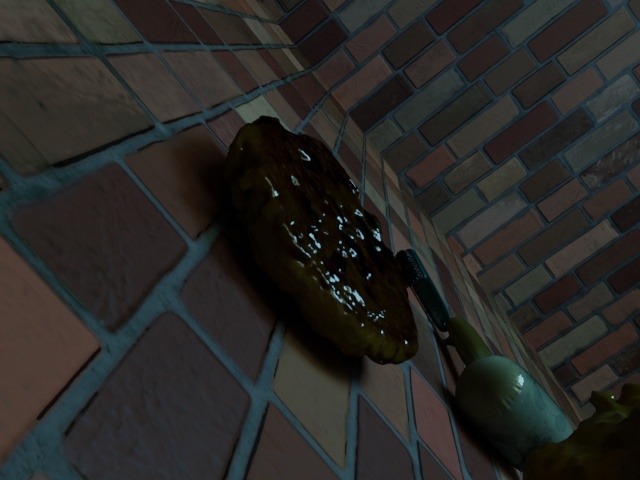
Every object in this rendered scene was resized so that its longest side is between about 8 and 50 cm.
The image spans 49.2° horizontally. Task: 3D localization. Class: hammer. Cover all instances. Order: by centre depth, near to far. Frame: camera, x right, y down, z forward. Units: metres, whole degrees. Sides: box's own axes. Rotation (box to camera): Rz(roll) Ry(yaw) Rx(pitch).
[{"bbox_3d":[0.255,0.204,1.069,0.202,0.113,0.305,49,8,-28],"label":"hammer"}]

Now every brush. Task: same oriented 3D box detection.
[{"bbox_3d":[0.183,0.086,1.265,0.032,0.043,0.193,17,35,-37],"label":"brush"}]

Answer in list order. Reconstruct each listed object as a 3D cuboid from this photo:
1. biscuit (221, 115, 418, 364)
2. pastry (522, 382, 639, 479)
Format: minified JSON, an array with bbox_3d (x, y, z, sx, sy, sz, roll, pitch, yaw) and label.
[{"bbox_3d":[-0.003,-0.003,0.756,0.289,0.081,0.334,50,17,-15],"label":"biscuit"},{"bbox_3d":[0.300,0.276,0.434,0.337,0.292,0.405,37,-29,45],"label":"pastry"}]
